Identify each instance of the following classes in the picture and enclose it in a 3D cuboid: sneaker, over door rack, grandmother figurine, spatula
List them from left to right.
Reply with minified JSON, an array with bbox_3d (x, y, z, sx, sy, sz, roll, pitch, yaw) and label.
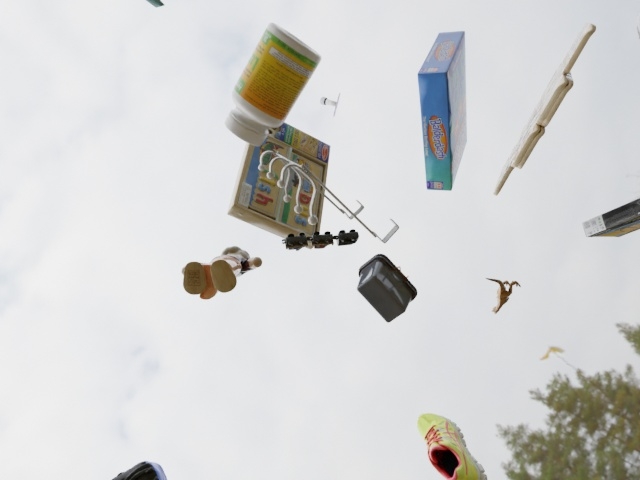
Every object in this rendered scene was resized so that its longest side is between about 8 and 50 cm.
[{"bbox_3d":[-0.248,0.074,1.221,0.207,0.342,0.104,4,-87,4],"label":"grandmother figurine"},{"bbox_3d":[0.004,-0.094,1.175,0.324,0.239,0.108,28,-83,-26],"label":"over door rack"},{"bbox_3d":[0.033,-0.498,1.721,0.030,0.296,0.084,10,-73,-17],"label":"spatula"},{"bbox_3d":[0.257,0.434,1.004,0.094,0.208,0.082,27,-82,-28],"label":"sneaker"}]

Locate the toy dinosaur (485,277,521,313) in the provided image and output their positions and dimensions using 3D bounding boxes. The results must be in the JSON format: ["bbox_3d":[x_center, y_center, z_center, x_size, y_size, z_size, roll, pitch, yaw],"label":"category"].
[{"bbox_3d":[0.601,0.168,1.571,0.112,0.064,0.212,-41,-44,-23],"label":"toy dinosaur"}]

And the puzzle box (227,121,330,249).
[{"bbox_3d":[-0.109,-0.192,1.443,0.271,0.052,0.409,23,-129,-22],"label":"puzzle box"}]

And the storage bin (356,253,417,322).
[{"bbox_3d":[0.146,0.108,1.052,0.135,0.098,0.091,47,-153,-5],"label":"storage bin"}]

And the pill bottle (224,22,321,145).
[{"bbox_3d":[-0.117,-0.344,1.082,0.136,0.136,0.246,17,-63,-40],"label":"pill bottle"}]

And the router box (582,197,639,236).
[{"bbox_3d":[0.793,-0.058,1.221,0.133,0.179,0.046,-1,-109,-22],"label":"router box"}]

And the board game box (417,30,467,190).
[{"bbox_3d":[0.209,-0.214,0.801,0.210,0.047,0.160,74,-148,-40],"label":"board game box"}]

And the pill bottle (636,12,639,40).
[{"bbox_3d":[0.537,-0.319,0.550,0.152,0.272,0.153,7,-115,-16],"label":"pill bottle"}]

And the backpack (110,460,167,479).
[{"bbox_3d":[-0.389,0.533,1.023,0.120,0.098,0.101,-36,-23,-9],"label":"backpack"}]

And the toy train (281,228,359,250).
[{"bbox_3d":[0.000,0.000,0.967,0.158,0.027,0.036,-4,-36,-11],"label":"toy train"}]

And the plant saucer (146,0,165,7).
[{"bbox_3d":[-0.357,-0.487,0.848,0.018,0.192,0.067,-44,-10,13],"label":"plant saucer"}]

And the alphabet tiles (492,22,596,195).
[{"bbox_3d":[0.366,-0.211,0.786,0.284,0.021,0.278,-42,-23,-56],"label":"alphabet tiles"}]
